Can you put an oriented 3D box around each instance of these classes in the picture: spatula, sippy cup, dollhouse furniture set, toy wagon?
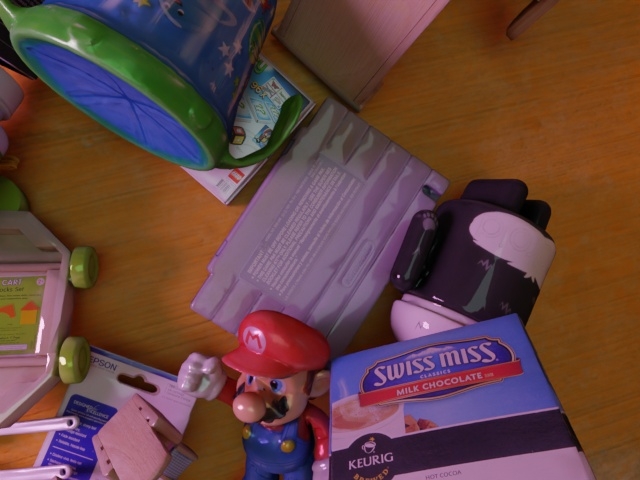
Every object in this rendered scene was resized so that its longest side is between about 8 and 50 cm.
[{"bbox_3d":[-0.412,0.305,0.616,0.242,0.019,0.168,-8,79,10],"label":"spatula"},{"bbox_3d":[-0.166,-0.232,0.540,0.240,0.305,0.224,22,76,26],"label":"sippy cup"},{"bbox_3d":[-0.186,0.403,0.549,0.286,0.198,0.303,-46,127,-18],"label":"dollhouse furniture set"},{"bbox_3d":[-0.424,0.055,0.604,0.268,0.068,0.344,0,70,-8],"label":"toy wagon"},{"bbox_3d":[0.146,-0.409,0.668,0.362,0.256,0.394,41,64,-7],"label":"dollhouse furniture set"}]

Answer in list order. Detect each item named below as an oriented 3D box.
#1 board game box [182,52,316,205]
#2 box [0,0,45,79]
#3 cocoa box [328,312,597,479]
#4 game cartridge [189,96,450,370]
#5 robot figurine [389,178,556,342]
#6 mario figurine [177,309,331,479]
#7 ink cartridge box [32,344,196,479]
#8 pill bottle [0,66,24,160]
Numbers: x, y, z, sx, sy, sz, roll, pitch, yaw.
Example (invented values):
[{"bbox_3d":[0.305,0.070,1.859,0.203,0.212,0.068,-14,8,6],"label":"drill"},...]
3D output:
[{"bbox_3d":[-0.183,-0.219,0.667,0.305,0.053,0.193,42,86,-7],"label":"board game box"},{"bbox_3d":[-0.446,-0.415,0.542,0.343,0.179,0.312,26,88,1],"label":"box"},{"bbox_3d":[0.171,0.298,0.549,0.232,0.228,0.347,-17,123,14],"label":"cocoa box"},{"bbox_3d":[0.000,0.000,0.696,0.230,0.068,0.355,33,86,-3],"label":"game cartridge"},{"bbox_3d":[0.208,0.052,0.668,0.209,0.173,0.278,25,82,11],"label":"robot figurine"},{"bbox_3d":[-0.071,0.238,0.593,0.198,0.170,0.320,-4,110,-12],"label":"mario figurine"},{"bbox_3d":[-0.295,0.313,0.653,0.166,0.065,0.332,24,89,-7],"label":"ink cartridge box"},{"bbox_3d":[-0.453,-0.100,0.545,0.136,0.136,0.245,24,69,-8],"label":"pill bottle"}]
